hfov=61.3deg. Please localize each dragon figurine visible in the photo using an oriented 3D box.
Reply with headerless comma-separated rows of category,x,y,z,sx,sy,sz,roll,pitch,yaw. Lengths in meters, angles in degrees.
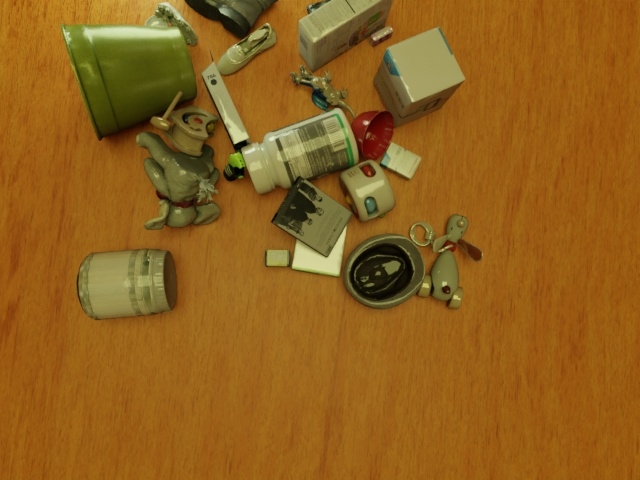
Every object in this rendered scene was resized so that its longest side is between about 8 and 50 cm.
dragon figurine,0.024,-0.516,1.911,0.289,0.144,0.085,40,82,-18

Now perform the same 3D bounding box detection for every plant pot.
plant pot,-0.607,-0.549,1.777,0.353,0.366,0.366,-18,86,-17

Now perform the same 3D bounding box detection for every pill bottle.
pill bottle,-0.070,-0.294,1.826,0.361,0.204,0.204,-20,86,-2

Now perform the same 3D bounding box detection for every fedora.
fedora,0.214,0.106,1.847,0.275,0.124,0.243,-32,85,3

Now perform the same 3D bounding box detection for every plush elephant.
plush elephant,-0.468,-0.160,1.794,0.330,0.272,0.255,54,125,33

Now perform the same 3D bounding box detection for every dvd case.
dvd case,-0.024,-0.076,1.795,0.239,0.029,0.179,34,84,-28

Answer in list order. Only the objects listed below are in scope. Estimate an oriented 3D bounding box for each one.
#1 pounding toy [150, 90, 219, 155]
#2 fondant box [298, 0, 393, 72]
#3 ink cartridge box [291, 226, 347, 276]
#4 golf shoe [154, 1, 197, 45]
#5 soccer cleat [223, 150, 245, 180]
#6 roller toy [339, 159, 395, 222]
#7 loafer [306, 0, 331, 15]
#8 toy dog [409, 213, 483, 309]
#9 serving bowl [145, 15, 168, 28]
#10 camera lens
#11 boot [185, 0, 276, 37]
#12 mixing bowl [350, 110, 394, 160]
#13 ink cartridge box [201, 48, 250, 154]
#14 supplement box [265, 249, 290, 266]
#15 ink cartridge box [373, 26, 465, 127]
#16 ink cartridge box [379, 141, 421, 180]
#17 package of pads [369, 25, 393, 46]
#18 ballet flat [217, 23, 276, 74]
pounding toy,-0.413,-0.384,1.764,0.154,0.269,0.154,33,120,5
fondant box,0.084,-0.745,1.858,0.330,0.238,0.096,-33,86,-5
ink cartridge box,0.000,0.000,1.881,0.171,0.056,0.235,10,83,-2
golf shoe,-0.498,-0.776,1.918,0.069,0.086,0.176,-31,115,33
soccer cleat,-0.288,-0.232,1.824,0.060,0.179,0.072,-23,78,-22
roller toy,0.150,-0.167,1.834,0.146,0.191,0.209,-26,87,-4
loafer,0.057,-0.860,1.947,0.223,0.076,0.078,-26,95,-1
toy dog,0.437,0.072,1.843,0.220,0.161,0.333,-4,85,-4
serving bowl,-0.582,-0.760,1.931,0.083,0.027,0.083,0,86,-3
camera lens,-0.625,0.140,1.754,0.274,0.219,0.219,-5,85,-3
boot,-0.335,-0.892,1.928,0.338,0.118,0.222,35,76,-2
mixing bowl,0.164,-0.377,1.880,0.098,0.181,0.181,29,83,32
ink cartridge box,-0.331,-0.465,1.849,0.065,0.165,0.332,-23,86,-6
supplement box,-0.146,0.062,1.853,0.083,0.083,0.056,1,85,-2
ink cartridge box,0.324,-0.544,1.837,0.197,0.270,0.198,-24,87,-6
ink cartridge box,0.283,-0.279,1.921,0.122,0.052,0.088,28,85,1
package of pads,0.219,-0.741,1.958,0.083,0.050,0.032,-30,87,-4
ballet flat,-0.265,-0.682,1.913,0.248,0.086,0.086,-38,88,-5
